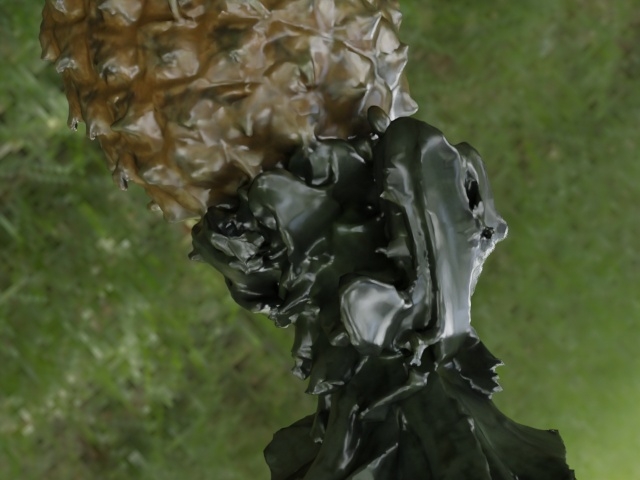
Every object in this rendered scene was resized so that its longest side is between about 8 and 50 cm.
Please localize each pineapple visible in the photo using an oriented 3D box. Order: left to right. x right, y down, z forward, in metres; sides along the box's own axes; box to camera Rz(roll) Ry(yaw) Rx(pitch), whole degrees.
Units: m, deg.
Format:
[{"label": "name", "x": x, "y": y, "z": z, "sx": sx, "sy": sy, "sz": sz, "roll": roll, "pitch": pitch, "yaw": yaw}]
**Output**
[{"label": "pineapple", "x": 0.000, "y": 0.000, "z": 0.545, "sx": 0.111, "sy": 0.237, "sz": 0.119, "roll": -23, "pitch": 160, "yaw": -10}]
